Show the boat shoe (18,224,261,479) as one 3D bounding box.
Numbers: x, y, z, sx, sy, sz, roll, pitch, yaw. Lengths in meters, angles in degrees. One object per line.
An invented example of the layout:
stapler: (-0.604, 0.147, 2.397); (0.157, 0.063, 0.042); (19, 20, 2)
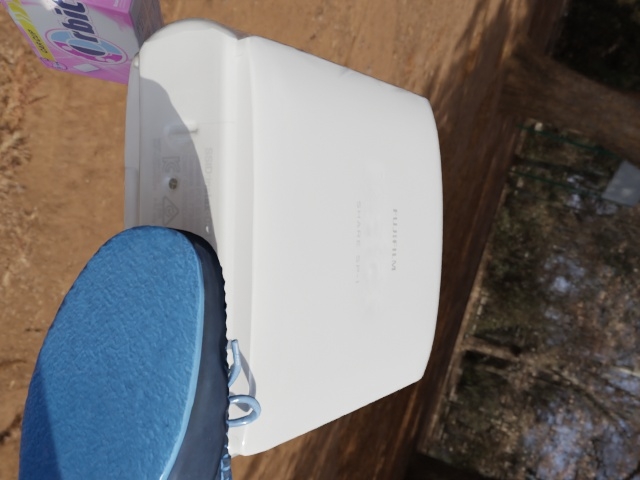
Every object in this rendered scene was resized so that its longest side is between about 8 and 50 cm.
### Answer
boat shoe: (-0.093, 0.121, 0.360); (0.089, 0.109, 0.258); (12, 92, -64)

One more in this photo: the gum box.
gum box: (-0.198, -0.198, 0.624); (0.188, 0.107, 0.062); (133, -32, -80)

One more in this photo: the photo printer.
photo printer: (0.000, 0.000, 0.534); (0.308, 0.107, 0.255); (-1, 93, -59)
